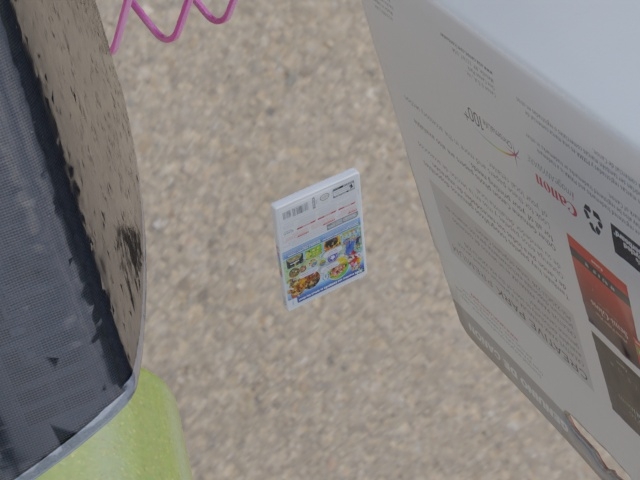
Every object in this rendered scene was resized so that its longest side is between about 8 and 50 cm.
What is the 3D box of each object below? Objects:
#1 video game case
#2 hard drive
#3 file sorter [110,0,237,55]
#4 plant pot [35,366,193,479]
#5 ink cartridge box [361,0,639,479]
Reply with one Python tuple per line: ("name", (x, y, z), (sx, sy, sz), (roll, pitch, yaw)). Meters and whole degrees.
("video game case", (0.000, 0.000, 1.222), (0.087, 0.122, 0.011), (-25, 43, -21))
("hard drive", (-0.100, -0.058, 0.434), (0.054, 0.172, 0.254), (-14, 29, -2))
("file sorter", (-0.218, -0.278, 1.234), (0.291, 0.202, 0.182), (-22, 64, -34))
("plant pot", (-0.182, 0.226, 0.937), (0.276, 0.276, 0.253), (8, 53, -22))
("ink cartridge box", (0.162, 0.000, 0.623), (0.130, 0.271, 0.309), (-28, 39, -10))
